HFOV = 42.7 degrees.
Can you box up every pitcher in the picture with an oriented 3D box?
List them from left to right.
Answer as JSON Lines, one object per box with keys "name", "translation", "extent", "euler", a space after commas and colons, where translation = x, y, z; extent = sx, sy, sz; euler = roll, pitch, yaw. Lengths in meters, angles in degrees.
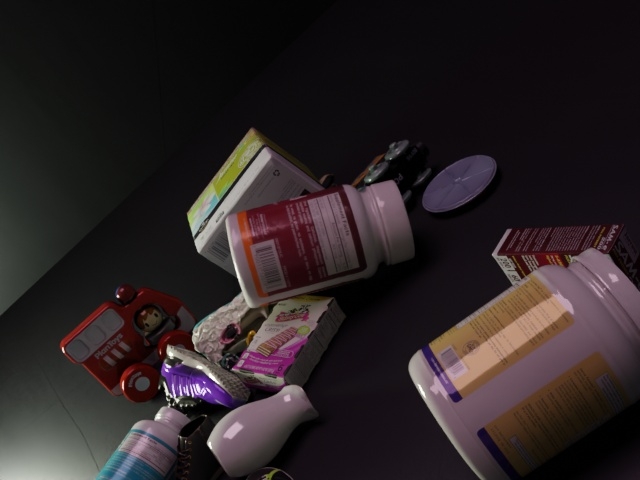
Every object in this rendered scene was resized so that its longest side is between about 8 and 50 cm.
{"name": "pitcher", "translation": [-0.124, 0.376, 1.649], "extent": [0.207, 0.125, 0.178], "euler": [-34, 3, -17]}

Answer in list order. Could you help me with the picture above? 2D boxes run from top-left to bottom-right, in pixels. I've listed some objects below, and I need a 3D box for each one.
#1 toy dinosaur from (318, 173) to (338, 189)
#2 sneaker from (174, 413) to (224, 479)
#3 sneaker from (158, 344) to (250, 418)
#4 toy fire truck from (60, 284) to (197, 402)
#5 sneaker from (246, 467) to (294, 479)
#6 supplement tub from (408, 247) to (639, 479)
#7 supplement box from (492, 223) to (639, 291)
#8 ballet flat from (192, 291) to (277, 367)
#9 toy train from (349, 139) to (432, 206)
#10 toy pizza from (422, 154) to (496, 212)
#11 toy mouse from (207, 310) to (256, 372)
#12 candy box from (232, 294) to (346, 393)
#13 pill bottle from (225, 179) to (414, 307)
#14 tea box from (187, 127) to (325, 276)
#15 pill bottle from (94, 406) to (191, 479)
{"name": "toy dinosaur", "translation": [-0.010, -0.129, 2.388], "extent": [0.118, 0.064, 0.268], "euler": [-14, 30, 51]}
{"name": "sneaker", "translation": [-0.278, 0.466, 1.672], "extent": [0.083, 0.118, 0.222], "euler": [3, 46, 53]}
{"name": "sneaker", "translation": [-0.279, 0.355, 1.897], "extent": [0.293, 0.102, 0.146], "euler": [20, 84, 47]}
{"name": "toy fire truck", "translation": [-0.483, 0.252, 2.131], "extent": [0.302, 0.254, 0.169], "euler": [-43, 26, -12]}
{"name": "sneaker", "translation": [-0.082, 0.452, 1.470], "extent": [0.084, 0.097, 0.235], "euler": [-45, 26, -15]}
{"name": "supplement tub", "translation": [0.326, 0.186, 1.224], "extent": [0.331, 0.241, 0.241], "euler": [-35, 26, 4]}
{"name": "supplement box", "translation": [0.440, 0.043, 1.445], "extent": [0.239, 0.130, 0.073], "euler": [-4, 42, 51]}
{"name": "ballet flat", "translation": [-0.130, 0.163, 2.014], "extent": [0.409, 0.147, 0.147], "euler": [-41, 26, 0]}
{"name": "toy train", "translation": [0.144, -0.130, 2.115], "extent": [0.334, 0.142, 0.190], "euler": [-49, 18, -23]}
{"name": "toy pizza", "translation": [0.338, -0.131, 1.977], "extent": [0.201, 0.032, 0.201], "euler": [-31, 26, 17]}
{"name": "toy mouse", "translation": [-0.199, 0.253, 1.931], "extent": [0.143, 0.161, 0.031], "euler": [-23, -16, 15]}
{"name": "candy box", "translation": [-0.068, 0.227, 1.832], "extent": [0.159, 0.071, 0.233], "euler": [1, 44, 40]}
{"name": "pill bottle", "translation": [0.000, 0.000, 1.862], "extent": [0.392, 0.224, 0.224], "euler": [-15, 27, -2]}
{"name": "tea box", "translation": [-0.179, -0.094, 2.278], "extent": [0.329, 0.220, 0.323], "euler": [-52, 23, 7]}
{"name": "pill bottle", "translation": [-0.373, 0.484, 1.733], "extent": [0.146, 0.146, 0.264], "euler": [-9, 37, 45]}
